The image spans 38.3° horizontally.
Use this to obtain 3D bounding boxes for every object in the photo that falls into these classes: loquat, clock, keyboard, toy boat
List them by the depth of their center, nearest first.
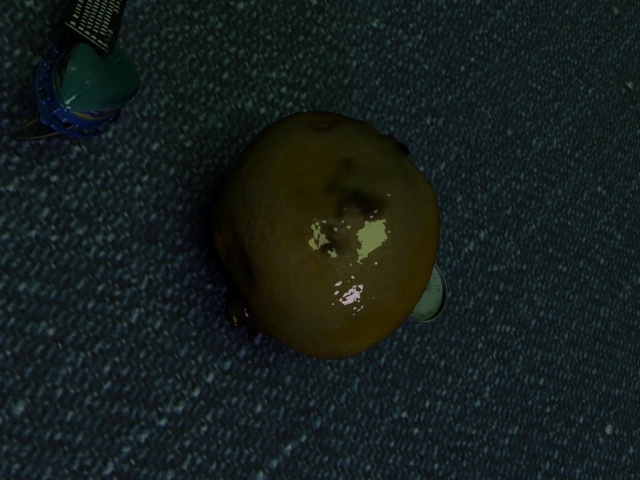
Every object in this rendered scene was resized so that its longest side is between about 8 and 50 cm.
[{"bbox_3d":[-0.231,-0.122,0.829,0.091,0.110,0.175,53,14,-17],"label":"toy boat"},{"bbox_3d":[-0.208,-0.226,0.865,0.053,0.010,0.155,32,31,-27],"label":"keyboard"},{"bbox_3d":[0.000,0.000,0.899,0.244,0.244,0.244,8,76,-35],"label":"loquat"},{"bbox_3d":[0.116,0.057,1.090,0.085,0.017,0.085,8,76,-35],"label":"clock"}]
